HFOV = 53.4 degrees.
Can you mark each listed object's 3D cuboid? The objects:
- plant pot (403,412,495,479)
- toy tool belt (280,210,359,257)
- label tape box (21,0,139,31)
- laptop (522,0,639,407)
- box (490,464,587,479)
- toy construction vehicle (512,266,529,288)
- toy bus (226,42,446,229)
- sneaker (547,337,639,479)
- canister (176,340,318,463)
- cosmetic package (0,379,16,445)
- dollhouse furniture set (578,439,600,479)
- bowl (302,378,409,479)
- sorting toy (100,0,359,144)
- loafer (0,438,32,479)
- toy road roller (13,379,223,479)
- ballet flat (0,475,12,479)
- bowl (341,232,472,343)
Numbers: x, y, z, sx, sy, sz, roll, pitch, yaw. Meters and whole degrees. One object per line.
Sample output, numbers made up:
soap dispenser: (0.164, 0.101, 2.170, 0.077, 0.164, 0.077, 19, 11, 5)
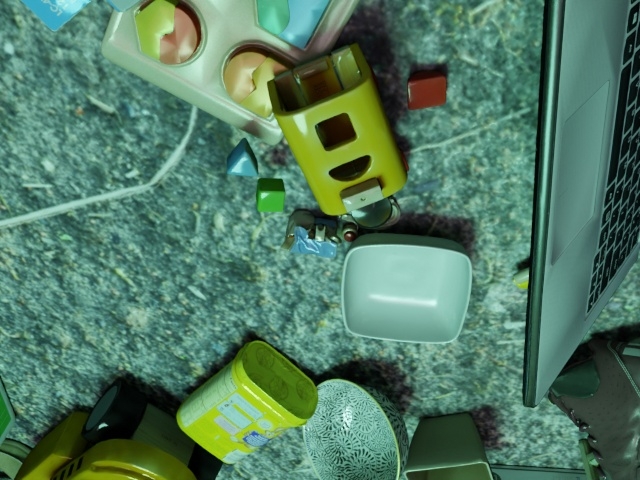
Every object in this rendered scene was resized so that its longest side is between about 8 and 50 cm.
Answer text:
plant pot: (0.181, 0.302, 0.874, 0.109, 0.096, 0.109, -13, 123, 17)
toy tool belt: (0.000, 0.000, 0.703, 0.083, 0.051, 0.052, 6, 127, 4)
label tape box: (-0.165, -0.292, 0.405, 0.348, 0.115, 0.249, -27, 131, 22)
laptop: (0.359, -0.082, 0.486, 0.236, 0.408, 0.381, 20, 135, 37)
box: (0.283, 0.412, 0.901, 0.290, 0.169, 0.087, 2, 124, 8)
toy construction vehicle: (0.273, 0.049, 0.717, 0.098, 0.035, 0.086, 38, 133, -16)
toy bus: (0.029, -0.072, 0.591, 0.202, 0.104, 0.190, 14, 125, -20)
sneaker: (0.349, 0.248, 0.765, 0.163, 0.107, 0.281, 11, 96, 46)
canister: (-0.104, 0.226, 0.869, 0.126, 0.073, 0.170, 42, 123, -11)
cosmetic package: (-0.559, 0.188, 0.835, 0.155, 0.196, 0.365, 6, 128, 3)
dollhouse furniture set: (0.498, 0.316, 0.799, 0.242, 0.161, 0.212, 30, 125, -14)
bowl: (0.061, 0.261, 0.855, 0.170, 0.080, 0.170, 6, 99, 43)
sorting toy: (-0.083, -0.201, 0.574, 0.193, 0.038, 0.208, 27, 126, -12)
loafer: (-0.494, 0.375, 1.054, 0.148, 0.050, 0.056, 23, 126, -9)
toy road roller: (-0.314, 0.382, 0.914, 0.202, 0.240, 0.330, 40, 122, -20)
ballet flat: (-0.509, 0.437, 1.094, 0.173, 0.057, 0.049, -3, 162, 13)
bowl: (0.096, 0.048, 0.725, 0.142, 0.053, 0.142, 4, 128, 5)
